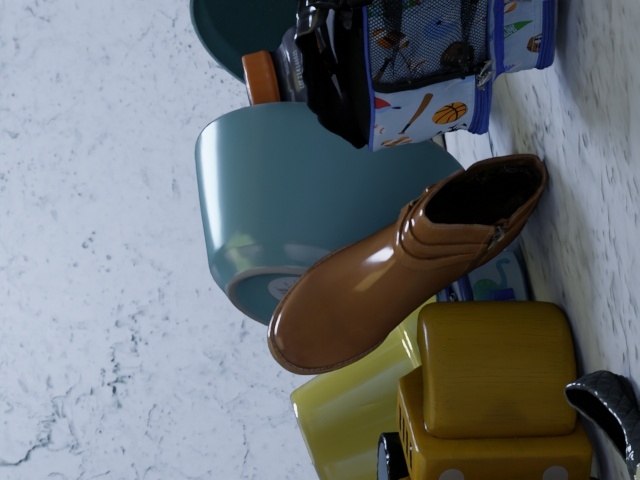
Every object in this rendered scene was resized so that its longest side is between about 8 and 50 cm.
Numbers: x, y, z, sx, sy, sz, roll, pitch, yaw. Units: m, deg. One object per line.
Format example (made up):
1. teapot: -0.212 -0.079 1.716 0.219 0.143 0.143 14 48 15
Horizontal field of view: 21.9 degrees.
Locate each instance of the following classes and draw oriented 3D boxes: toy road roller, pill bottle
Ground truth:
1. toy road roller: 0.160 0.197 1.510 0.329 0.202 0.241 -103 13 -67
2. pill bottle: 0.042 -0.180 1.773 0.130 0.245 0.131 169 90 -88

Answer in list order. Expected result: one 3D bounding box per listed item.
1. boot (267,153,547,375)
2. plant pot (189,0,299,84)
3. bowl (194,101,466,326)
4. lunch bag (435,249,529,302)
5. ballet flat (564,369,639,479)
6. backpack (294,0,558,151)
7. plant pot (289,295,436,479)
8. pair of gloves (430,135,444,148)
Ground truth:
1. boot: 0.083 0.020 1.547 0.109 0.283 0.220 62 167 8
2. plant pot: 0.004 -0.328 2.086 0.293 0.293 0.196 81 -157 -54
3. bowl: 0.000 0.000 1.777 0.311 0.311 0.163 83 -163 -65
4. lunch bag: 0.187 0.121 1.773 0.176 0.090 0.219 143 114 -85
5. ballet flat: 0.231 0.155 1.267 0.173 0.049 0.058 -107 5 -67
6. backpack: 0.074 -0.209 1.312 0.263 0.213 0.277 95 171 -54
7. plant pot: 0.100 0.215 2.004 0.254 0.239 0.254 -21 -90 -89
8. pair of gloves: 0.131 -0.163 2.274 0.240 0.042 0.204 -104 3 -63
